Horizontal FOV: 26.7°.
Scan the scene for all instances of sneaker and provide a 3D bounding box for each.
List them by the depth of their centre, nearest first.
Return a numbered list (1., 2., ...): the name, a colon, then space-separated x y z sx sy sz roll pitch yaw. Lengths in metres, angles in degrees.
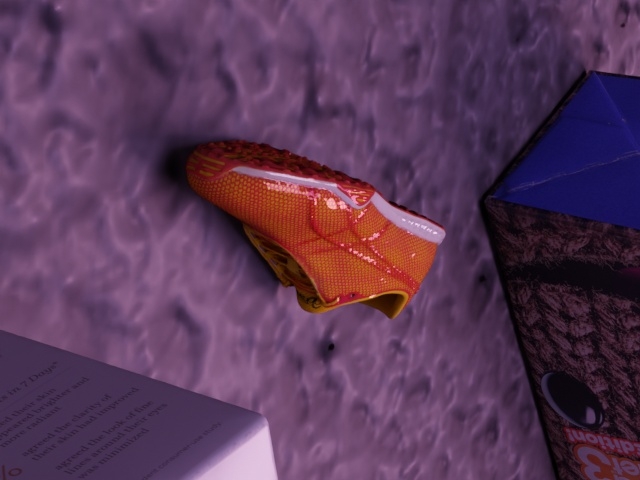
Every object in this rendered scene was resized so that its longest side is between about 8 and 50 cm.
1. sneaker: 0.000 0.000 0.622 0.175 0.064 0.067 25 91 -49

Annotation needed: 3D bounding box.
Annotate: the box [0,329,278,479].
1. box: -0.113 0.101 0.416 0.130 0.171 0.091 -33 124 -42

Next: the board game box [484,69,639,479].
1. board game box: 0.259 0.063 0.832 0.141 0.232 0.291 -48 134 -31
